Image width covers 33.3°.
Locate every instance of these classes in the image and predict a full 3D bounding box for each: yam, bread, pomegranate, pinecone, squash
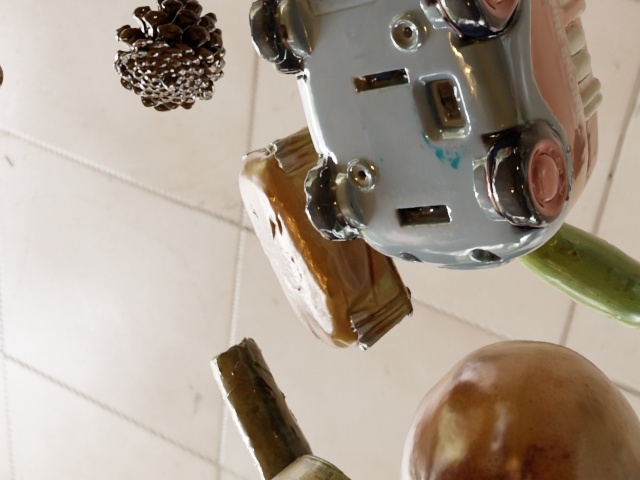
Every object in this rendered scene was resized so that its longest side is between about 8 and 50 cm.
[{"bbox_3d":[-0.041,0.258,1.219,0.071,0.067,0.317,-34,72,20],"label":"yam"},{"bbox_3d":[0.000,0.000,1.168,0.241,0.107,0.136,64,162,-7],"label":"bread"},{"bbox_3d":[0.235,0.258,1.218,0.319,0.319,0.319,16,124,25],"label":"pomegranate"},{"bbox_3d":[-0.257,-0.333,1.857,0.208,0.208,0.207,16,124,25],"label":"pinecone"},{"bbox_3d":[0.421,0.035,1.769,0.370,0.118,0.118,30,132,-12],"label":"squash"}]

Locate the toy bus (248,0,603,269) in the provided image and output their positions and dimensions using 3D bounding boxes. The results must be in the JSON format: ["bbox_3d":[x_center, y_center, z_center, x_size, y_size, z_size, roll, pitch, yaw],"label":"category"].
[{"bbox_3d":[0.104,-0.130,0.779,0.194,0.232,0.287,-3,111,45],"label":"toy bus"}]

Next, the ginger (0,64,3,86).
[{"bbox_3d":[-0.343,-0.160,0.934,0.103,0.073,0.162,-44,50,4],"label":"ginger"}]

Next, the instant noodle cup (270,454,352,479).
[{"bbox_3d":[-0.015,0.302,1.014,0.182,0.144,0.182,36,152,23],"label":"instant noodle cup"}]
